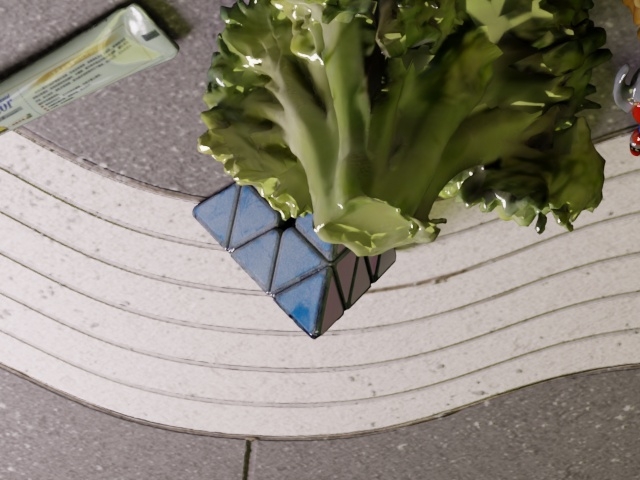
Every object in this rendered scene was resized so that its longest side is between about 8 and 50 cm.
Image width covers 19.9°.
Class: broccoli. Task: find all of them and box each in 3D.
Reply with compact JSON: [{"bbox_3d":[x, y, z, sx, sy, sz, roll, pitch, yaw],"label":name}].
[{"bbox_3d":[0.051,-0.120,1.444,0.347,0.281,0.293,-9,138,16],"label":"broccoli"}]

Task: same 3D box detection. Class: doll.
[{"bbox_3d":[0.316,-0.121,1.620,0.104,0.062,0.195,10,151,15],"label":"doll"}]

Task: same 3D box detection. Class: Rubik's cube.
[{"bbox_3d":[0.000,0.000,1.677,0.211,0.178,0.190,9,136,-13],"label":"Rubik's cube"}]

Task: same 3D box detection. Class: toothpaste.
[{"bbox_3d":[-0.244,-0.136,1.619,0.255,0.037,0.067,-24,129,22],"label":"toothpaste"}]

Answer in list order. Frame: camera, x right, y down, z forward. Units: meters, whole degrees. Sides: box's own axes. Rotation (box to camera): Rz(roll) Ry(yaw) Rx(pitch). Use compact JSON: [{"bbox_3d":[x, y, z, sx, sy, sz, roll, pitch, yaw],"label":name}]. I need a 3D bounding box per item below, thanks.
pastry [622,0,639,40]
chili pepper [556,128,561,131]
[{"bbox_3d":[0.325,-0.221,1.225,0.245,0.410,0.410,-23,139,-5],"label":"pastry"},{"bbox_3d":[0.202,-0.113,1.642,0.049,0.043,0.208,-21,138,5],"label":"chili pepper"}]
